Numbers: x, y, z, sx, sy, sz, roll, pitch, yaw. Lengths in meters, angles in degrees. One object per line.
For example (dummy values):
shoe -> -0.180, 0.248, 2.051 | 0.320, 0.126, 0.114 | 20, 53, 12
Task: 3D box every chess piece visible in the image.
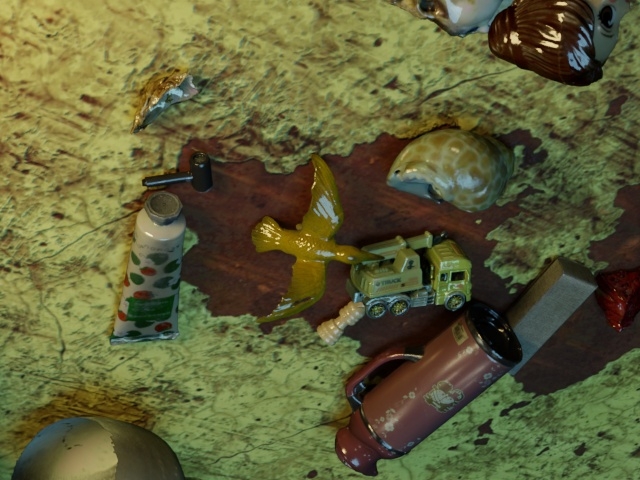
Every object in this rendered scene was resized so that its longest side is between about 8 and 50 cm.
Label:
chess piece -> 0.039, 0.105, 1.924 | 0.092, 0.035, 0.035 | -42, 136, 16

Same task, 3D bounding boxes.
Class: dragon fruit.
dragon fruit -> 0.458, 0.106, 2.091 | 0.097, 0.063, 0.131 | -12, 139, -12

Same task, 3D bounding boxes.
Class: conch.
conch -> 0.168, -0.090, 1.718 | 0.172, 0.106, 0.116 | 5, 158, -4

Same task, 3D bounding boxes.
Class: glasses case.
glasses case -> 0.316, 0.112, 2.045 | 0.070, 0.047, 0.205 | 20, 125, -28

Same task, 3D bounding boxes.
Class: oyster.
oyster -> 0.202, -0.313, 1.503 | 0.222, 0.083, 0.214 | 7, 133, -35
oyster -> -0.180, -0.155, 1.539 | 0.093, 0.034, 0.051 | -34, 156, -4

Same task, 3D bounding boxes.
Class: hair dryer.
hair dryer -> -0.170, -0.077, 1.638 | 0.083, 0.026, 0.047 | -8, 136, -6

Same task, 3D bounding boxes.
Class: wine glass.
wine glass -> -0.278, 0.380, 1.931 | 0.238, 0.238, 0.323 | -31, 142, 10

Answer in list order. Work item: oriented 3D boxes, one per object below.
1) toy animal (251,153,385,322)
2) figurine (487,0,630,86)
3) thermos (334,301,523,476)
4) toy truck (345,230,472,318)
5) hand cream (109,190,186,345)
toy animal -> 0.000, 0.000, 1.747 | 0.155, 0.095, 0.219 | 7, 101, -30
figurine -> 0.287, -0.305, 1.368 | 0.168, 0.187, 0.315 | 17, 92, -3
thermos -> 0.134, 0.229, 2.039 | 0.136, 0.110, 0.330 | 23, 124, -40
toy truck -> 0.120, 0.041, 1.860 | 0.168, 0.077, 0.100 | -5, 123, -15
hand cream -> -0.209, 0.046, 1.730 | 0.095, 0.059, 0.276 | -5, 141, -17
